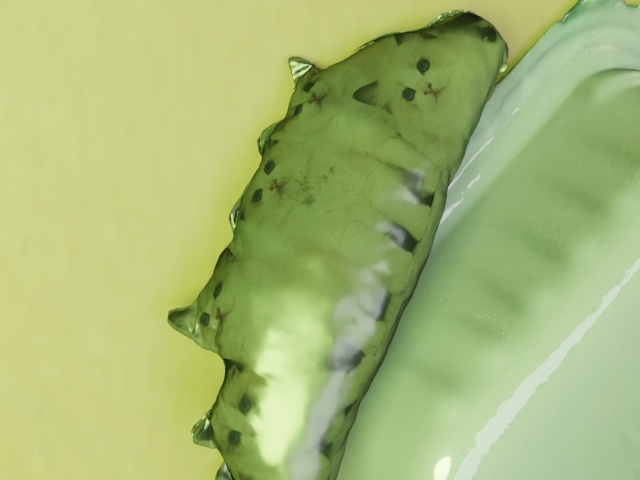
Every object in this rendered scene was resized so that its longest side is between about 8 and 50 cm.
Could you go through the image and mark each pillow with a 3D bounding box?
[{"bbox_3d":[0.000,-0.001,0.433,0.093,0.051,0.241,23,82,2],"label":"pillow"}]

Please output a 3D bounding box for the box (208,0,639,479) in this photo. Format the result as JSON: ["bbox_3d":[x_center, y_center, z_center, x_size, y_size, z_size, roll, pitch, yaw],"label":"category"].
[{"bbox_3d":[0.139,0.069,0.506,0.337,0.106,0.264,-48,119,-8],"label":"box"}]
